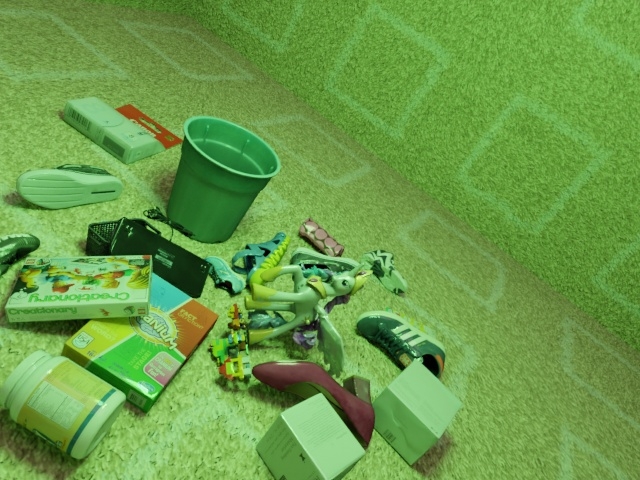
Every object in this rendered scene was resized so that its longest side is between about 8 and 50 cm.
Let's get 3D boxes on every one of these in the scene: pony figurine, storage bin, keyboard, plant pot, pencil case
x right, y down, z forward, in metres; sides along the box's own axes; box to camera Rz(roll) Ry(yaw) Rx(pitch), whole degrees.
[{"bbox_3d":[-0.039,0.210,1.466,0.363,0.351,0.303,-4,39,-19],"label":"pony figurine"},{"bbox_3d":[-0.574,0.004,1.437,0.122,0.085,0.180,31,25,30],"label":"storage bin"},{"bbox_3d":[-0.451,0.023,1.437,0.317,0.033,0.202,36,57,-39],"label":"keyboard"},{"bbox_3d":[-0.359,-0.193,1.702,0.340,0.334,0.341,23,31,-15],"label":"plant pot"},{"bbox_3d":[0.000,0.000,2.004,0.209,0.095,0.098,40,46,16],"label":"pencil case"}]

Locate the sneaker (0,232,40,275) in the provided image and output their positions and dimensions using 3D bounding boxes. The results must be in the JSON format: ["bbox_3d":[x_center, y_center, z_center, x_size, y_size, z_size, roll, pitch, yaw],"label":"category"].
[{"bbox_3d":[-0.794,0.054,1.200,0.106,0.078,0.234,46,36,17],"label":"sneaker"}]

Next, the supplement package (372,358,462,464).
[{"bbox_3d":[0.275,0.502,1.461,0.194,0.149,0.203,43,32,19],"label":"supplement package"}]

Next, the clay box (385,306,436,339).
[{"bbox_3d":[0.327,0.345,1.837,0.221,0.053,0.127,27,31,-7],"label":"clay box"}]

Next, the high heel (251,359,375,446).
[{"bbox_3d":[-0.012,0.435,1.321,0.376,0.127,0.182,16,52,-21],"label":"high heel"}]

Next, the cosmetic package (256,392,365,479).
[{"bbox_3d":[-0.025,0.503,1.179,0.151,0.151,0.184,-8,48,-48],"label":"cosmetic package"}]

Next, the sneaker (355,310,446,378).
[{"bbox_3d":[0.278,0.367,1.689,0.349,0.131,0.148,25,37,-6],"label":"sneaker"}]

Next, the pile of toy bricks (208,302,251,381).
[{"bbox_3d":[-0.253,0.291,1.350,0.105,0.118,0.212,-7,59,-10],"label":"pile of toy bricks"}]

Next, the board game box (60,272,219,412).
[{"bbox_3d":[-0.439,0.239,1.242,0.242,0.064,0.317,32,35,0],"label":"board game box"}]

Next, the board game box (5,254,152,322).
[{"bbox_3d":[-0.582,0.114,1.220,0.305,0.053,0.193,-1,34,-16],"label":"board game box"}]

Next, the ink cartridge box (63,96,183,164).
[{"bbox_3d":[-0.763,-0.467,1.972,0.308,0.091,0.385,35,31,3],"label":"ink cartridge box"}]

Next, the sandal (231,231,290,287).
[{"bbox_3d":[-0.205,0.047,1.715,0.138,0.126,0.317,29,28,3],"label":"sandal"}]

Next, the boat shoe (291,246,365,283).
[{"bbox_3d":[0.033,0.115,1.847,0.301,0.108,0.102,20,32,-16],"label":"boat shoe"}]

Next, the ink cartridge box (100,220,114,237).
[{"bbox_3d":[-0.631,-0.030,1.515,0.083,0.028,0.048,10,37,-34],"label":"ink cartridge box"}]

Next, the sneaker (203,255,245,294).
[{"bbox_3d":[-0.317,0.111,1.570,0.162,0.063,0.073,36,33,7],"label":"sneaker"}]

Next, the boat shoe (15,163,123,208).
[{"bbox_3d":[-0.784,-0.176,1.523,0.119,0.121,0.335,36,18,22],"label":"boat shoe"}]

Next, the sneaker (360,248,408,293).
[{"bbox_3d":[0.298,0.117,2.099,0.234,0.094,0.153,33,37,22],"label":"sneaker"}]

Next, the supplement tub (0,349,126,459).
[{"bbox_3d":[-0.517,0.325,0.988,0.199,0.144,0.144,32,30,0],"label":"supplement tub"}]
